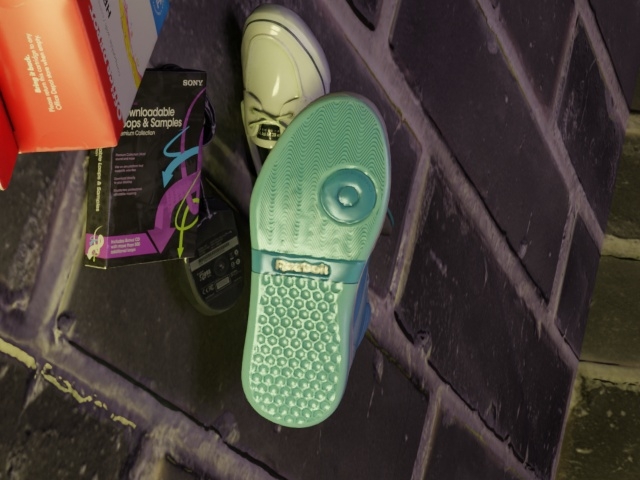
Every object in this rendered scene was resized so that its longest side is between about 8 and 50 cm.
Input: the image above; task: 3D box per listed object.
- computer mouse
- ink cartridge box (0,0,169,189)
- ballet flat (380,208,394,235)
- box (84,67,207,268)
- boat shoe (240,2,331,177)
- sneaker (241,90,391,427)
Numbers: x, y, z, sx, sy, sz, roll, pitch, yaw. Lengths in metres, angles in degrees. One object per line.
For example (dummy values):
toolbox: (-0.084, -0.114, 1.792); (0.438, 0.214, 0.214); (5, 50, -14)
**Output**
computer mouse: (-0.116, -0.043, 1.378); (0.071, 0.041, 0.242); (-28, 119, -40)
ink cartridge box: (-0.176, -0.154, 1.073); (0.231, 0.078, 0.134); (-80, 163, -49)
ballet flat: (0.020, -0.058, 1.662); (0.068, 0.072, 0.213); (-44, 143, -14)
box: (-0.143, -0.062, 1.281); (0.116, 0.029, 0.162); (-8, 104, -54)
boat shoe: (-0.033, -0.116, 1.476); (0.226, 0.083, 0.076); (75, 31, -43)
sneaker: (0.000, 0.000, 1.496); (0.208, 0.127, 0.319); (-61, 165, -74)
